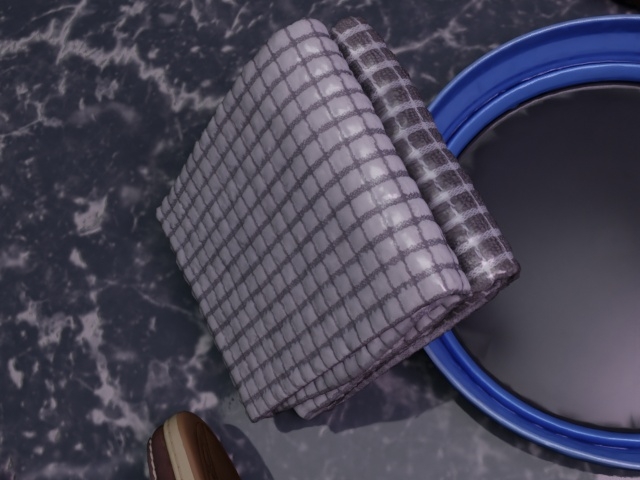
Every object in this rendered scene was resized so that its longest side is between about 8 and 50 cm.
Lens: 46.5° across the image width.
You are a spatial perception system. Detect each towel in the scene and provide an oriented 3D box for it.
[{"bbox_3d":[0.000,0.000,0.599,0.121,0.283,0.235,-15,69,-38],"label":"towel"}]

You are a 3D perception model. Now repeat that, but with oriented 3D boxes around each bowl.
[{"bbox_3d":[0.255,-0.006,0.633,0.391,0.077,0.391,-4,70,12],"label":"bowl"}]

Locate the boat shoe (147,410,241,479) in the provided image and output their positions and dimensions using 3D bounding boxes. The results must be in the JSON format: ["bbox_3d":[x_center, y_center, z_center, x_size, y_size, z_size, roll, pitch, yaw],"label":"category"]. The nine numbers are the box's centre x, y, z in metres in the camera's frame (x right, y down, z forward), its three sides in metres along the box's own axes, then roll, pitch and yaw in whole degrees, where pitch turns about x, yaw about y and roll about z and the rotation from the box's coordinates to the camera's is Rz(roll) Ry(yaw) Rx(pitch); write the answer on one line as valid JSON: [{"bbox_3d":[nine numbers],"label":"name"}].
[{"bbox_3d":[-0.099,0.311,0.580,0.123,0.123,0.342,-20,74,4],"label":"boat shoe"}]

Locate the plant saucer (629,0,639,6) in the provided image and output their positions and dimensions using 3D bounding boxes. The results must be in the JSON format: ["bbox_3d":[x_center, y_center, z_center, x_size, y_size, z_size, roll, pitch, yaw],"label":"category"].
[{"bbox_3d":[0.360,-0.333,0.619,0.311,0.310,0.050,-2,32,12],"label":"plant saucer"}]
